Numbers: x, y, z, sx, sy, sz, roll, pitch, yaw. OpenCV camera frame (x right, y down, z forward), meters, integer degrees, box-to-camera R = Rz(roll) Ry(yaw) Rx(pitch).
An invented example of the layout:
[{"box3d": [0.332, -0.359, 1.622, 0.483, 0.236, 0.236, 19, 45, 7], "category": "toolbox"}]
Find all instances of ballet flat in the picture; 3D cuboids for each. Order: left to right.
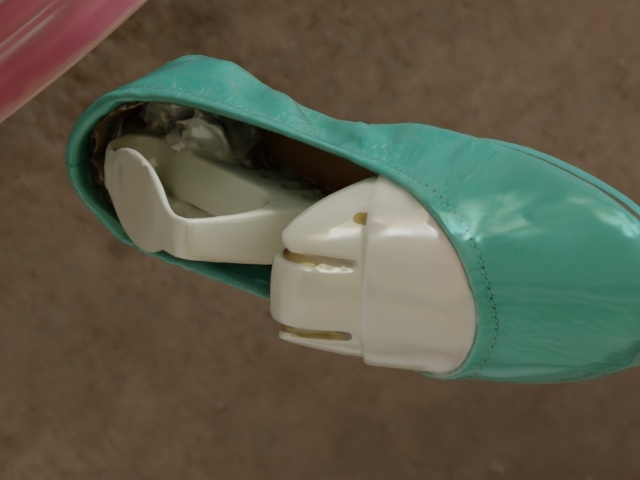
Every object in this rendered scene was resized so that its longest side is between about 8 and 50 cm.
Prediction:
[{"box3d": [0.000, 0.000, 0.634, 0.087, 0.247, 0.083, -24, 122, -36], "category": "ballet flat"}]

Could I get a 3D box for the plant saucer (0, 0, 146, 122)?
[{"box3d": [-0.166, -0.135, 1.003, 0.332, 0.332, 0.084, -40, 106, -2], "category": "plant saucer"}]
